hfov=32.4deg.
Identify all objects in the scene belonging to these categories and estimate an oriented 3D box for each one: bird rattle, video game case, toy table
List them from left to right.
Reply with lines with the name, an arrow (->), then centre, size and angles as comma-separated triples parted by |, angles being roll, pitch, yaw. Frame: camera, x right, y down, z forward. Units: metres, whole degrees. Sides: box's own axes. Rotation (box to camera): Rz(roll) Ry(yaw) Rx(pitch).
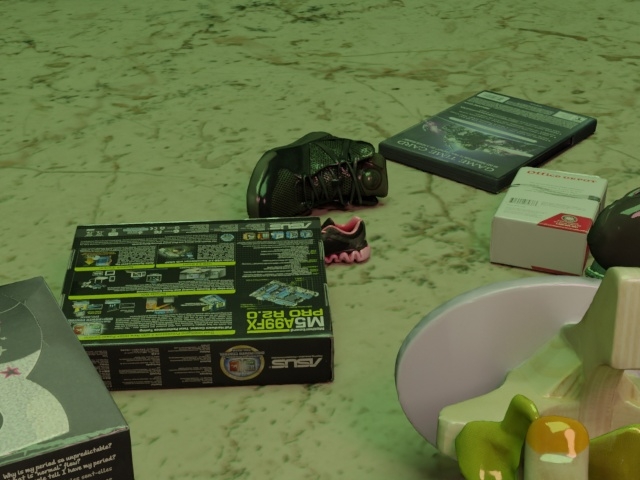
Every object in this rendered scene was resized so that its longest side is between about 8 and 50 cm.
video game case -> 0.242, -0.148, 1.570 | 0.196, 0.026, 0.274 | 21, 36, 35
bird rattle -> 0.124, 0.209, 0.653 | 0.143, 0.207, 0.253 | 11, 64, 16
toy table -> 0.203, 0.132, 0.850 | 0.274, 0.252, 0.161 | -8, 11, 0

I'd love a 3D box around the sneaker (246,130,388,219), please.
sneaker -> 0.003, -0.076, 1.370 | 0.130, 0.087, 0.227 | 8, 23, 28

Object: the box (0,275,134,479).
box -> -0.261, 0.155, 0.879 | 0.163, 0.142, 0.247 | -13, 30, -24

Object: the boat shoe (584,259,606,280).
boat shoe -> 0.378, 0.023, 1.109 | 0.319, 0.099, 0.116 | -3, 19, -43

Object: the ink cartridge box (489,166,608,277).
ink cartridge box -> 0.270, -0.025, 1.297 | 0.109, 0.063, 0.150 | 10, 29, 19

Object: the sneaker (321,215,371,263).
sneaker -> 0.000, 0.000, 1.260 | 0.119, 0.057, 0.047 | -12, 32, -18

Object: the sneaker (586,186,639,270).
sneaker -> 0.365, 0.034, 0.925 | 0.286, 0.109, 0.130 | 14, 35, -7

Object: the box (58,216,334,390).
box -> -0.126, 0.059, 1.126 | 0.270, 0.060, 0.216 | -2, 34, -3
